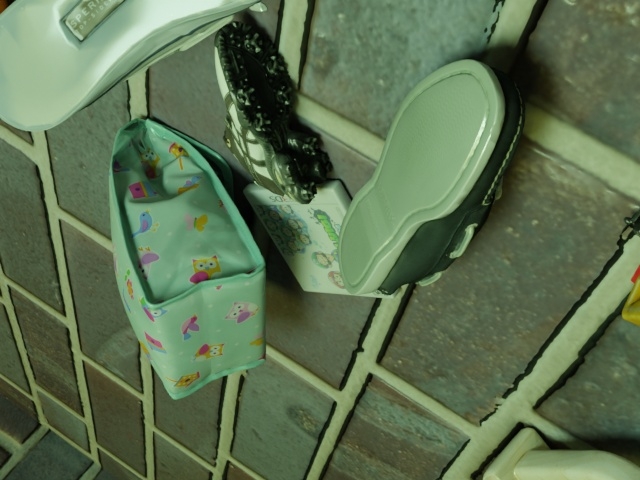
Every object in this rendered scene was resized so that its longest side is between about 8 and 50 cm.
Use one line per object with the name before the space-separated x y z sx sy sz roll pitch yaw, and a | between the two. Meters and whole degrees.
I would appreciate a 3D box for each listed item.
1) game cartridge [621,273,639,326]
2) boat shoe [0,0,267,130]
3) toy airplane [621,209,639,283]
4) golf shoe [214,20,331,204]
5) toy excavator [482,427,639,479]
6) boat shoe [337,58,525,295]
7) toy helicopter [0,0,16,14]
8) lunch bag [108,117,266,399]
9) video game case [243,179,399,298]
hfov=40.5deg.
game cartridge | 0.383 0.100 0.538 0.323 0.053 0.285 26 177 3
boat shoe | -0.117 -0.220 0.722 0.367 0.156 0.136 -32 103 26
toy airplane | 0.306 0.025 0.688 0.151 0.028 0.151 27 147 19
golf shoe | -0.069 -0.117 0.843 0.093 0.077 0.198 8 135 39
toy excavator | 0.388 0.294 0.806 0.445 0.222 0.433 41 154 19
boat shoe | 0.103 -0.047 0.751 0.302 0.091 0.114 128 135 -59
toy helicopter | -0.298 -0.364 0.759 0.235 0.140 0.355 45 137 7
lunch bag | -0.167 0.013 1.018 0.223 0.160 0.262 94 152 -52
video game case | 0.000 0.000 0.969 0.143 0.019 0.157 2 132 44
